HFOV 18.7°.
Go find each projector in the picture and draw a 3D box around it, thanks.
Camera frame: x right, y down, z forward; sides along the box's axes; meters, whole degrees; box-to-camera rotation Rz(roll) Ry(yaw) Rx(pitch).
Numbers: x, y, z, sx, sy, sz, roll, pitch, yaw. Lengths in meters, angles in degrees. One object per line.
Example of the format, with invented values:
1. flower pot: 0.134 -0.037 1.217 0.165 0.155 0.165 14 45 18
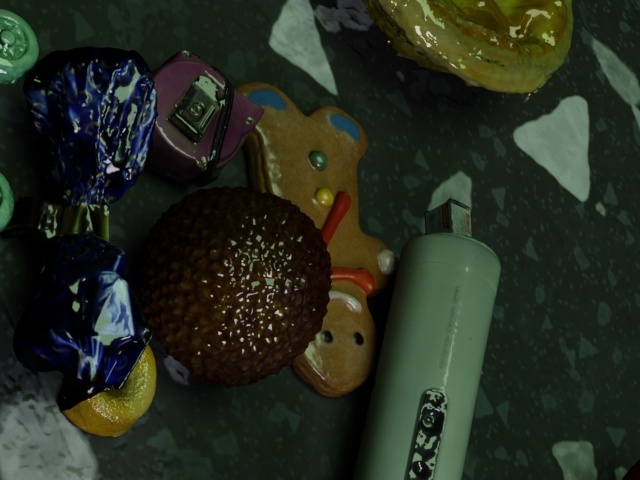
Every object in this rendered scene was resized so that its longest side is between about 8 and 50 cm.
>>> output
1. projector: 0.100 0.159 1.918 0.108 0.108 0.337 31 56 -29

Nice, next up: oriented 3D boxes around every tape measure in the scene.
1. tape measure: -0.127 -0.120 1.877 0.118 0.074 0.125 39 53 -17

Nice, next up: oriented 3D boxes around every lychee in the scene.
1. lychee: -0.078 0.035 1.785 0.194 0.194 0.194 20 58 -35

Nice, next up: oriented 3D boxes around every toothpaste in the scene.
1. toothpaste: 0.143 0.054 2.069 0.040 0.047 0.196 15 60 -34

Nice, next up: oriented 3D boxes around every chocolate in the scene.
1. chocolate: -0.212 -0.001 1.712 0.126 0.148 0.343 76 13 -60

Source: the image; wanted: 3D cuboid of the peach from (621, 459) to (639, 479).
1. peach: 0.413 0.337 2.076 0.243 0.199 0.243 12 65 -28

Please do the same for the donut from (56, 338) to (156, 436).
1. donut: -0.186 0.119 1.735 0.097 0.043 0.108 11 68 -39

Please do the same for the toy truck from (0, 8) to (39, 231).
1. toy truck: -0.340 -0.080 1.609 0.156 0.155 0.279 19 58 -26

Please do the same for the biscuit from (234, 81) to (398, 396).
1. biscuit: 0.001 -0.001 1.967 0.205 0.049 0.324 14 63 -39

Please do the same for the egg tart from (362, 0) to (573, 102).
1. egg tart: 0.141 -0.300 2.178 0.341 0.132 0.341 19 59 -34
